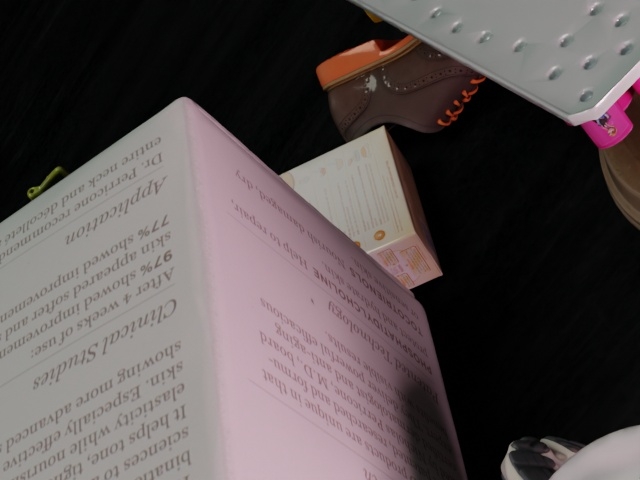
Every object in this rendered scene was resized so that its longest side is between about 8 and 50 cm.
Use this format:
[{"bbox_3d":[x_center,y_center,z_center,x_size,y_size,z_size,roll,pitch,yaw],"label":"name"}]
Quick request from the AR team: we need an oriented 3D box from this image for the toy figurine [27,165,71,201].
[{"bbox_3d":[-0.362,0.022,1.626,0.362,0.191,0.217,-52,29,17],"label":"toy figurine"}]

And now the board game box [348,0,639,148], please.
[{"bbox_3d":[0.238,-0.275,0.999,0.390,0.050,0.390,-45,34,-1],"label":"board game box"}]

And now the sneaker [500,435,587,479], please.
[{"bbox_3d":[0.191,0.235,0.785,0.275,0.107,0.110,-125,41,-54],"label":"sneaker"}]

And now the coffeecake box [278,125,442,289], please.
[{"bbox_3d":[0.000,0.000,1.158,0.185,0.068,0.142,-24,45,12],"label":"coffeecake box"}]

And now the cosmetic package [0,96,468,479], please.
[{"bbox_3d":[-0.104,0.188,0.939,0.329,0.327,0.394,-30,43,20],"label":"cosmetic package"}]

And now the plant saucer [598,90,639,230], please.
[{"bbox_3d":[0.299,-0.124,0.908,0.278,0.041,0.278,-34,42,38],"label":"plant saucer"}]

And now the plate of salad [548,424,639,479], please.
[{"bbox_3d":[0.168,0.193,0.676,0.200,0.048,0.200,-25,55,41],"label":"plate of salad"}]

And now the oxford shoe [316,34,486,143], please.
[{"bbox_3d":[0.121,-0.154,1.163,0.271,0.097,0.098,-17,89,41],"label":"oxford shoe"}]
